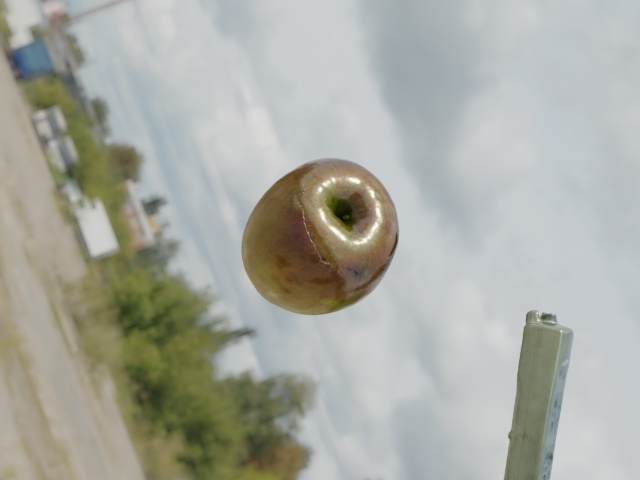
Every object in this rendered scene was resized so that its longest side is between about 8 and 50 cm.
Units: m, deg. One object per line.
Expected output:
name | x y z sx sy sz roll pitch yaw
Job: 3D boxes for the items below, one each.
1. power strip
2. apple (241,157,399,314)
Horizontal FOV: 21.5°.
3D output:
power strip | 0.229 0.220 1.835 0.080 0.048 0.286 13 87 -69
apple | -0.006 -0.002 1.765 0.147 0.146 0.163 -46 -155 55
